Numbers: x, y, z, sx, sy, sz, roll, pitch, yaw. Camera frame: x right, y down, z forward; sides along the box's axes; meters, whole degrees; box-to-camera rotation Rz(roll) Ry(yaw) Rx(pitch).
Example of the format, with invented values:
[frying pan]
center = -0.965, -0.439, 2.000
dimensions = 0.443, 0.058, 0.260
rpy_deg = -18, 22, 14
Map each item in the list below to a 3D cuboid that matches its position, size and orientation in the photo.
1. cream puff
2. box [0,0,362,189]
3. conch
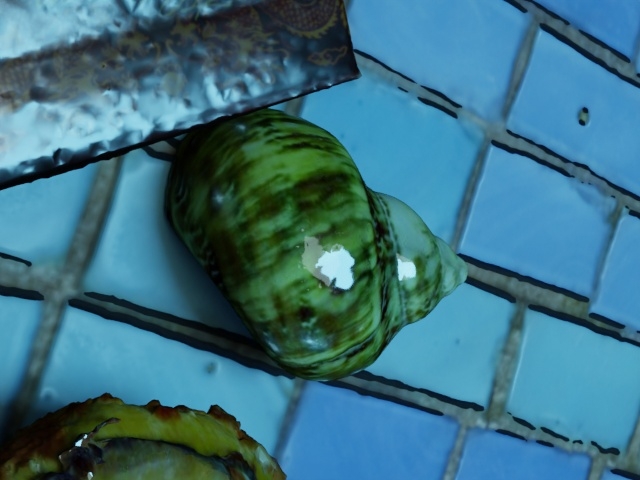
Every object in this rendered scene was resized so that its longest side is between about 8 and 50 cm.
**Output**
[cream puff]
center = -0.124, 0.204, 0.679
dimensions = 0.239, 0.164, 0.240
rpy_deg = -3, 100, -19
[box]
center = -0.149, -0.251, 0.636
dimensions = 0.264, 0.115, 0.416
rpy_deg = -21, 103, -32
[conch]
center = 0.002, 0.000, 0.768
dimensions = 0.181, 0.124, 0.187
rpy_deg = 8, 78, -40
